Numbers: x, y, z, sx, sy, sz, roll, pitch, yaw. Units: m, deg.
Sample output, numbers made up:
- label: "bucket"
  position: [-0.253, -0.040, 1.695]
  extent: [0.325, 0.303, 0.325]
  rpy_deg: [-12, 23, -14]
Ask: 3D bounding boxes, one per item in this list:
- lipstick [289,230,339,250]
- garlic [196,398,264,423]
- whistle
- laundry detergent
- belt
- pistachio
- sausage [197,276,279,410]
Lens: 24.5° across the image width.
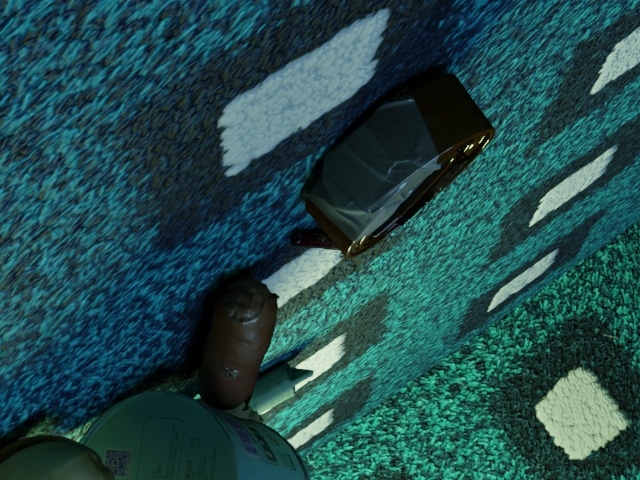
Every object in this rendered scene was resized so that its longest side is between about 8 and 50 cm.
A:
- label: "lipstick"
  position: [0.000, 0.001, 2.010]
  extent: [0.027, 0.027, 0.176]
  rpy_deg: [-41, 164, 17]
- label: "garlic"
  position: [-0.196, 0.306, 2.364]
  extent: [0.195, 0.101, 0.087]
  rpy_deg: [-34, -166, -5]
- label: "whistle"
  position: [-0.138, 0.283, 2.521]
  extent: [0.312, 0.062, 0.062]
  rpy_deg: [-25, 162, -39]
- label: "laundry detergent"
  position: [-0.175, 0.387, 2.165]
  extent: [0.287, 0.287, 0.305]
  rpy_deg: [-39, 151, 9]
- label: "belt"
  position: [0.090, -0.087, 1.787]
  extent: [0.184, 0.105, 0.261]
  rpy_deg: [-25, 165, -46]
- label: "pistachio"
  position: [-0.381, 0.342, 1.919]
  extent: [0.229, 0.157, 0.157]
  rpy_deg: [-26, 164, -15]
- label: "sausage"
  position: [-0.119, 0.154, 2.079]
  extent: [0.094, 0.094, 0.419]
  rpy_deg: [-15, 160, -15]
